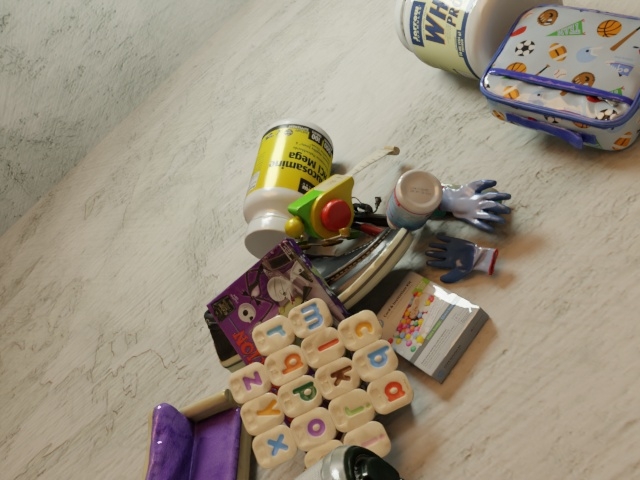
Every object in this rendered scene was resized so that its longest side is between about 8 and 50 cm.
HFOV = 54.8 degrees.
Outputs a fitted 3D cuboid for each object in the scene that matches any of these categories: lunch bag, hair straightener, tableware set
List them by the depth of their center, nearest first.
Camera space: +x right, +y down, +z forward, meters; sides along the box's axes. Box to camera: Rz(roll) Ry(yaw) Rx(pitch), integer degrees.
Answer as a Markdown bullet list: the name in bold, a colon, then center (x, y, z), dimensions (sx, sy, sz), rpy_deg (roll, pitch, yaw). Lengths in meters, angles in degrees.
- **lunch bag**: center (0.458, -0.293, 1.110), dimensions (0.304, 0.115, 0.243), rpy_deg (27, 78, 37)
- **tableware set**: center (0.000, 0.000, 1.267), dimensions (0.154, 0.104, 0.024), rpy_deg (-17, 80, 28)
- **hair straightener**: center (0.110, -0.053, 1.367), dimensions (0.230, 0.047, 0.089), rpy_deg (13, 65, 55)

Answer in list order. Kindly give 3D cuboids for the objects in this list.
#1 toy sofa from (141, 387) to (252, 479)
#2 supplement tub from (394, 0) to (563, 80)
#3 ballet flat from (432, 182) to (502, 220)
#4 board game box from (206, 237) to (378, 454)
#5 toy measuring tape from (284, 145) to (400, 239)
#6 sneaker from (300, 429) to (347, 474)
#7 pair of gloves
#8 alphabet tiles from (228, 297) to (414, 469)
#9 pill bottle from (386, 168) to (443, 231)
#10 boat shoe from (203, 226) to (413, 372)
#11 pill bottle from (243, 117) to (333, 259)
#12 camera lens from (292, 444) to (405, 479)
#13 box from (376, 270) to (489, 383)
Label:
- **toy sofa**: center (-0.224, 0.461, 1.128), dimensions (0.150, 0.177, 0.362), rpy_deg (-28, 40, 26)
- **supplement tub**: center (0.331, -0.481, 1.351), dimensions (0.235, 0.235, 0.325), rpy_deg (-49, 36, 0)
- **ballet flat**: center (0.264, -0.083, 1.222), dimensions (0.068, 0.072, 0.213), rpy_deg (-34, 30, -28)
- **board game box**: center (-0.033, 0.192, 1.113), dimensions (0.208, 0.056, 0.346), rpy_deg (-42, 76, 16)
- **toy measuring tape**: center (0.059, -0.089, 1.358), dimensions (0.330, 0.121, 0.121), rpy_deg (-35, 31, -24)
- **sneaker**: center (0.012, 0.402, 1.031), dimensions (0.084, 0.070, 0.185), rpy_deg (26, 99, 16)
- **pair of gloves**: center (0.266, -0.015, 1.127), dimensions (0.159, 0.023, 0.198), rpy_deg (11, 90, 50)
- **alphabet tiles**: center (-0.003, 0.246, 1.029), dimensions (0.278, 0.021, 0.284), rpy_deg (-27, 68, 2)
- **pill bottle**: center (0.175, -0.068, 1.192), dimensions (0.160, 0.087, 0.087), rpy_deg (105, -169, -71)
- **boat shoe**: center (-0.042, 0.098, 1.244), dimensions (0.500, 0.155, 0.187), rpy_deg (-32, 3, 24)
- **pill bottle**: center (-0.079, -0.117, 1.486), dimensions (0.188, 0.188, 0.333), rpy_deg (-18, 47, 34)
- **camera lens**: center (0.008, 0.443, 0.870), dimensions (0.274, 0.219, 0.219), rpy_deg (-40, 37, 11)
- **box**: center (0.186, 0.148, 1.105), dimensions (0.145, 0.038, 0.186), rpy_deg (-52, 36, -5)
